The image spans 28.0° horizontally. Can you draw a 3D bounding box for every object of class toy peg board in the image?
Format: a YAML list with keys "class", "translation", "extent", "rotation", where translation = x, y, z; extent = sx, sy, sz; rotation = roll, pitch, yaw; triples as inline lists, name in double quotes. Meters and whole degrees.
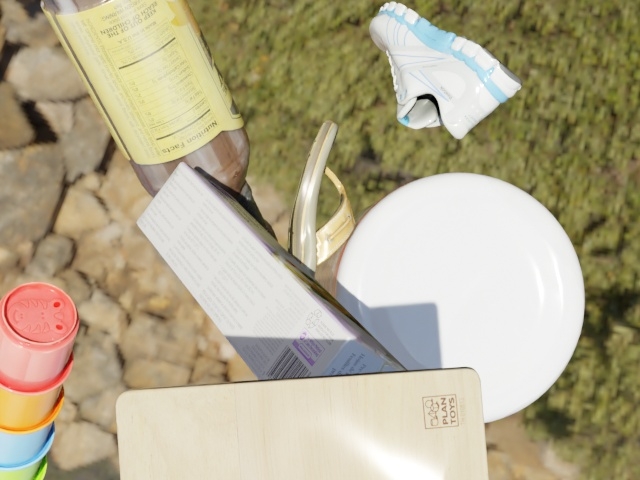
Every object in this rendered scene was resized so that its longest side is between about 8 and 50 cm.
- class: "toy peg board"
  translation: [-0.003, 0.141, 0.594]
  extent: [0.160, 0.161, 0.079]
  rotation: [-4, 179, 3]

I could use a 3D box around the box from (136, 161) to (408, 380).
- class: "box"
  translation: [-0.043, 0.035, 0.891]
  extent: [0.063, 0.067, 0.324]
  rotation: [36, -177, -33]

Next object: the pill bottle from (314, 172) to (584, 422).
- class: "pill bottle"
  translation: [0.099, 0.056, 1.212]
  extent: [0.210, 0.210, 0.363]
  rotation: [18, 175, -5]

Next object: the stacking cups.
- class: "stacking cups"
  translation: [-0.271, 0.147, 1.096]
  extent: [0.096, 0.096, 0.316]
  rotation: [19, 140, -5]

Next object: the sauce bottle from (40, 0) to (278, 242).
- class: "sauce bottle"
  translation: [-0.130, -0.110, 1.108]
  extent: [0.111, 0.111, 0.344]
  rotation: [0, 132, 29]

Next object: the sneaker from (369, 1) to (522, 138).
- class: "sneaker"
  translation: [0.081, -0.138, 1.069]
  extent: [0.071, 0.083, 0.190]
  rotation: [37, -177, -34]

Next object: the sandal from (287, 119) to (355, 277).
- class: "sandal"
  translation: [0.000, 0.000, 0.973]
  extent: [0.049, 0.180, 0.072]
  rotation: [8, 171, -5]
